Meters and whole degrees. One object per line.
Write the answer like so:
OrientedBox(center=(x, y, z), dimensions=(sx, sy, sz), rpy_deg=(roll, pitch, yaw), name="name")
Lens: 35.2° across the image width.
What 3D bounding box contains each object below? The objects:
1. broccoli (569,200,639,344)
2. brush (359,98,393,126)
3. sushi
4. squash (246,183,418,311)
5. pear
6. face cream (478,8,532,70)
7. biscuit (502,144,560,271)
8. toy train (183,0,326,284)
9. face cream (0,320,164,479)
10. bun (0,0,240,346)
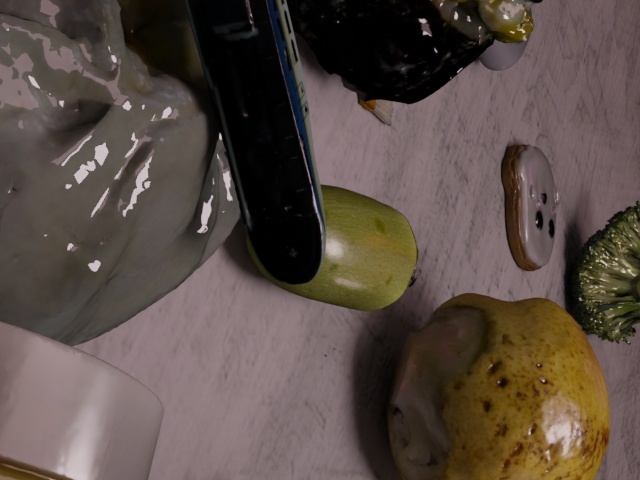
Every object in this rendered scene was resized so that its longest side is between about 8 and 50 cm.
OrientedBox(center=(0.623, 0.120, 1.815), dimensions=(0.221, 0.361, 0.252), rpy_deg=(14, 114, -54), name="broccoli")
OrientedBox(center=(0.023, -0.226, 1.134), dimensions=(0.272, 0.013, 0.103), rpy_deg=(31, 60, -54), name="brush")
OrientedBox(center=(0.122, -0.325, 1.032), dimensions=(0.328, 0.285, 0.328), rpy_deg=(62, 33, -28), name="sushi")
OrientedBox(center=(0.000, 0.000, 0.968), dimensions=(0.187, 0.123, 0.123), rpy_deg=(19, 70, -53), name="squash")
OrientedBox(center=(0.203, 0.188, 1.159), dimensions=(0.271, 0.271, 0.271), rpy_deg=(11, 77, -59), name="pear")
OrientedBox(center=(0.213, -0.402, 1.415), dimensions=(0.336, 0.080, 0.163), rpy_deg=(53, 44, -44), name="face cream")
OrientedBox(center=(0.350, -0.054, 1.647), dimensions=(0.181, 0.049, 0.208), rpy_deg=(-1, 86, -59), name="biscuit")
OrientedBox(center=(-0.036, -0.086, 0.598), dimensions=(0.051, 0.052, 0.234), rpy_deg=(-65, 144, -62), name="toy train")
OrientedBox(center=(-0.203, 0.145, 0.492), dimensions=(0.218, 0.218, 0.179), rpy_deg=(43, 52, -50), name="face cream")
OrientedBox(center=(-0.165, -0.090, 0.612), dimensions=(0.354, 0.194, 0.354), rpy_deg=(16, 71, -59), name="bun")
